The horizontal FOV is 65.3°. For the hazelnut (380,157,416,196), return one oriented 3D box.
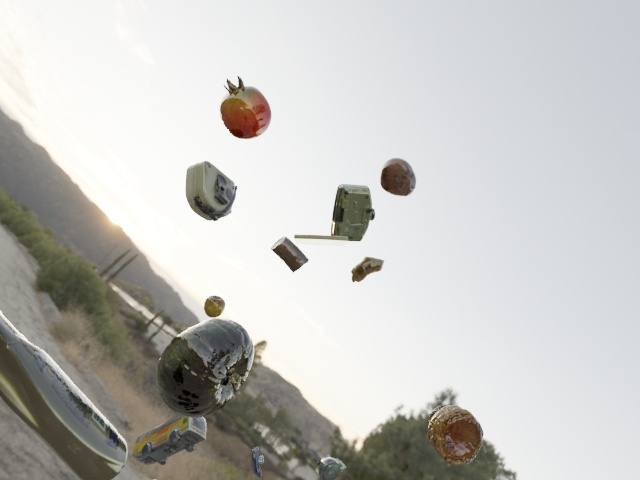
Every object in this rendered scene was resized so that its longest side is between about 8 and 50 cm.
[{"bbox_3d":[0.300,-0.241,1.913,0.143,0.143,0.154,19,-47,45],"label":"hazelnut"}]

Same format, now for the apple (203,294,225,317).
[{"bbox_3d":[-0.522,0.321,2.439,0.099,0.102,0.114,11,11,-38],"label":"apple"}]

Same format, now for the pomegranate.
[{"bbox_3d":[-0.313,-0.536,2.027,0.221,0.221,0.257,13,-49,51],"label":"pomegranate"}]

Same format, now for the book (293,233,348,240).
[{"bbox_3d":[0.000,0.000,2.111,0.216,0.021,0.310,3,-5,-1],"label":"book"}]

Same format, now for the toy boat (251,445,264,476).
[{"bbox_3d":[-0.181,0.644,1.458,0.038,0.038,0.083,76,0,-56],"label":"toy boat"}]

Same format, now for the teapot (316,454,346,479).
[{"bbox_3d":[0.030,0.668,1.480,0.088,0.066,0.057,4,14,-26],"label":"teapot"}]

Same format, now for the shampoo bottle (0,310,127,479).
[{"bbox_3d":[-0.443,0.254,0.809,0.125,0.084,0.350,37,-25,59],"label":"shampoo bottle"}]

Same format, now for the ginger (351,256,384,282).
[{"bbox_3d":[0.225,0.135,2.419,0.095,0.190,0.069,59,-6,-20],"label":"ginger"}]

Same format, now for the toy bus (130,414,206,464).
[{"bbox_3d":[-0.491,0.646,1.629,0.092,0.268,0.106,48,22,-32],"label":"toy bus"}]

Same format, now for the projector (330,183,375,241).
[{"bbox_3d":[0.158,-0.125,2.347,0.088,0.193,0.270,-122,-143,-63],"label":"projector"}]

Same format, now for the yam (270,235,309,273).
[{"bbox_3d":[-0.112,0.050,1.817,0.127,0.084,0.084,47,-22,-12],"label":"yam"}]

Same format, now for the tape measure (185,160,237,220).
[{"bbox_3d":[-0.443,-0.185,2.113,0.133,0.232,0.271,-14,-25,18],"label":"tape measure"}]

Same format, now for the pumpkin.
[{"bbox_3d":[-0.250,0.288,1.121,0.159,0.238,0.238,32,-23,30],"label":"pumpkin"}]

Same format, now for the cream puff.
[{"bbox_3d":[0.427,0.629,1.663,0.183,0.183,0.169,45,-9,-9],"label":"cream puff"}]
